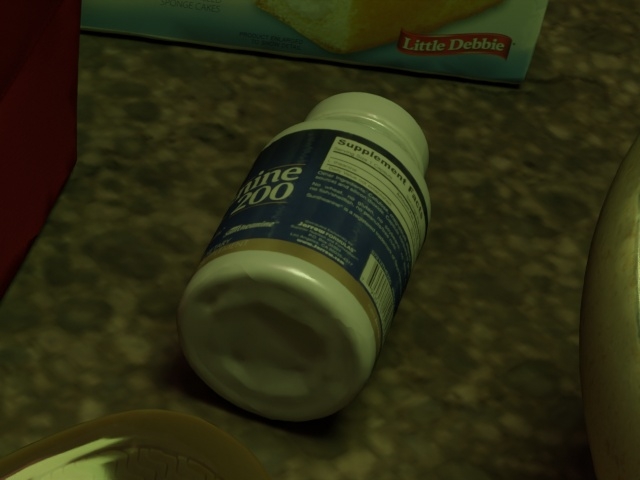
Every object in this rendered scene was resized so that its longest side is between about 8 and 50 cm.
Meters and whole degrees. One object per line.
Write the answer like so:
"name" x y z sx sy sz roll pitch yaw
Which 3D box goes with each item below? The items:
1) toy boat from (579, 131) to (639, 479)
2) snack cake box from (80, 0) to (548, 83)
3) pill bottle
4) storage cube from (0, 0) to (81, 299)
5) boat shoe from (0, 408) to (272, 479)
"toy boat" 0.221 0.050 0.499 0.318 0.148 0.267 -7 69 -36
"snack cake box" -0.035 -0.160 0.766 0.264 0.089 0.152 6 41 -7
"pill bottle" 0.000 0.000 0.601 0.067 0.067 0.120 18 39 6
"storage cube" -0.186 -0.066 0.540 0.215 0.183 0.193 16 39 4
"boat shoe" -0.137 0.129 0.411 0.285 0.089 0.104 -17 73 -27
